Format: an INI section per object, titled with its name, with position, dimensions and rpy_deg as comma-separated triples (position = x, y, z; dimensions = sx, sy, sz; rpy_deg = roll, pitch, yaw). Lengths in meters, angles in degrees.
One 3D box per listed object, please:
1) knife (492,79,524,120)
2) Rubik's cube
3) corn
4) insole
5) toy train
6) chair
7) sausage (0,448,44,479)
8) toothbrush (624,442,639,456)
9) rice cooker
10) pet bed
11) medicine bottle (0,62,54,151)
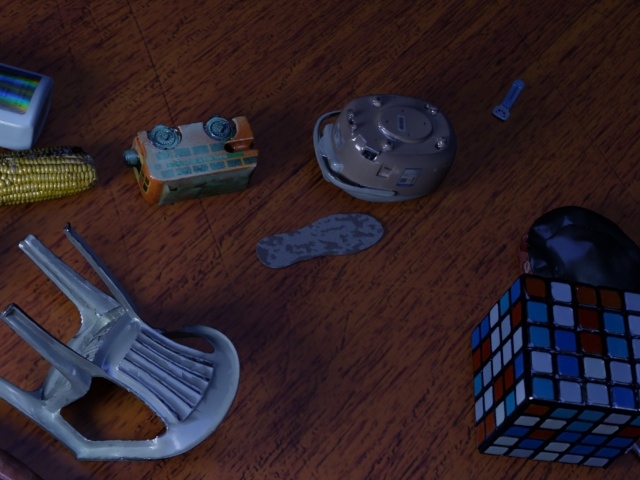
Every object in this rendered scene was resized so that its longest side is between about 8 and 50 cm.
[knife]
position = 0.301, -0.225, 1.856
dimensions = 0.027, 0.010, 0.096
rpy_deg = 32, 55, 4
[Rubik's cube]
position = 0.310, 0.170, 1.507
dimensions = 0.182, 0.184, 0.187
rpy_deg = 9, 55, -11
[corn]
position = -0.392, -0.082, 1.527
dimensions = 0.203, 0.072, 0.072
rpy_deg = -9, 62, -22
[insole]
position = 0.000, 0.000, 1.628
dimensions = 0.193, 0.006, 0.065
rpy_deg = -16, 65, -24
[toy train]
position = -0.175, -0.110, 1.608
dimensions = 0.188, 0.072, 0.099
rpy_deg = -12, 69, -23
[chair]
position = -0.256, 0.129, 1.370
dimensions = 0.274, 0.190, 0.203
rpy_deg = 43, 53, -23
[sausage]
position = -0.361, 0.279, 1.303
dimensions = 0.433, 0.088, 0.088
rpy_deg = 34, 56, 5
[toothbrush]
position = 0.477, 0.348, 1.543
dimensions = 0.025, 0.019, 0.276
rpy_deg = -35, 74, -26
[rice cooker]
position = 0.095, -0.134, 1.669
dimensions = 0.206, 0.127, 0.145
rpy_deg = 3, 58, -25
[pet bed]
position = 0.378, 0.037, 1.690
dimensions = 0.201, 0.053, 0.201
rpy_deg = 8, 57, -13
[medicine bottle]
position = -0.481, -0.197, 1.561
dimensions = 0.228, 0.083, 0.121
rpy_deg = 14, 43, -6
